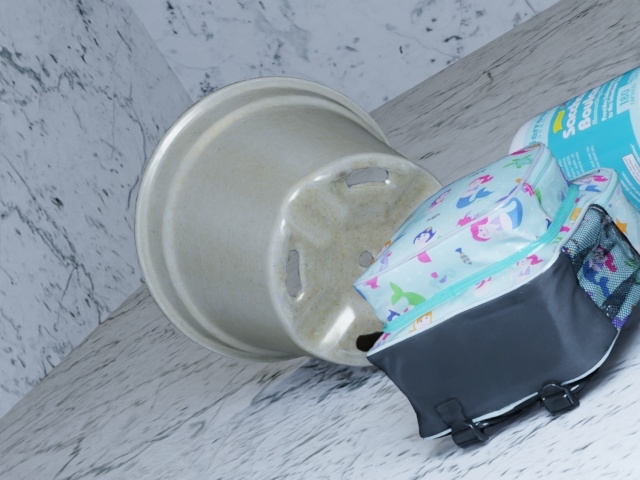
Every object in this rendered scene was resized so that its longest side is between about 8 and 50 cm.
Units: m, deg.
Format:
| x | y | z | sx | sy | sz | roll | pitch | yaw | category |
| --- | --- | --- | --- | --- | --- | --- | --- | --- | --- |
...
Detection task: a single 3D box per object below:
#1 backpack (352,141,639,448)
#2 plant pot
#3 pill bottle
| x | y | z | sx | sy | sz | roll | pitch | yaw | category |
| --- | --- | --- | --- | --- | --- | --- | --- | --- | --- |
| 0.164 | 0.032 | 1.656 | 0.225 | 0.191 | 0.253 | -29 | 4 | 35 | backpack |
| 0.000 | 0.000 | 2.131 | 0.334 | 0.334 | 0.305 | -35 | 20 | -13 | plant pot |
| 0.284 | -0.077 | 1.924 | 0.264 | 0.146 | 0.146 | -25 | 11 | 43 | pill bottle |
